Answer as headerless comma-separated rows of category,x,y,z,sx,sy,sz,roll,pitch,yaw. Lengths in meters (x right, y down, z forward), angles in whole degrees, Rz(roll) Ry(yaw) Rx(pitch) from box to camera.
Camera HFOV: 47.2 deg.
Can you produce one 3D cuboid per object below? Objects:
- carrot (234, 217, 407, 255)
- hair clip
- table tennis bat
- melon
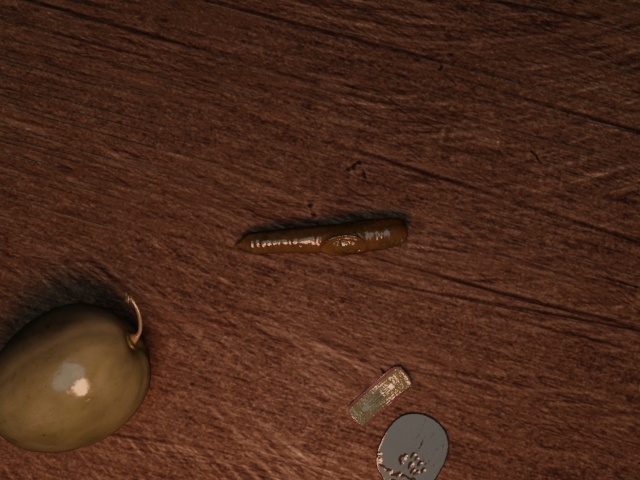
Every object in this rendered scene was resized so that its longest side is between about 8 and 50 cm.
carrot,0.000,-0.001,1.440,0.342,0.070,0.070,-5,85,2
hair clip,0.116,0.305,1.432,0.137,0.022,0.054,-42,85,-2
table tennis bat,0.159,0.448,1.423,0.131,0.022,0.234,30,84,2
melon,-0.454,0.248,1.333,0.308,0.272,0.271,-10,85,12
